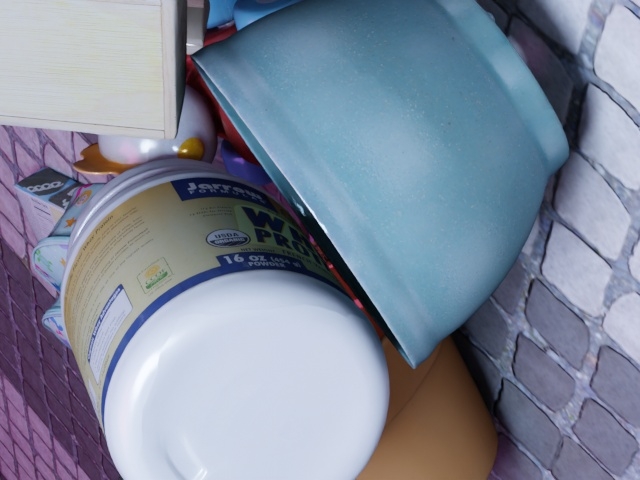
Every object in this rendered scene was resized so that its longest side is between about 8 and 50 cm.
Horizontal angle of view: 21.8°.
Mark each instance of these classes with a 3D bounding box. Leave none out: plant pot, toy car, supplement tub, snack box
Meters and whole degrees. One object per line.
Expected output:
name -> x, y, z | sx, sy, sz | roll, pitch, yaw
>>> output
plant pot -> 0.033, 0.173, 1.603 | 0.203, 0.291, 0.291 | 49, 159, -21
toy car -> -0.116, -0.106, 1.564 | 0.210, 0.238, 0.219 | 26, 141, 48
plant pot -> 0.063, -0.078, 1.269 | 0.293, 0.196, 0.293 | 54, 179, 2
supplement tub -> -0.093, 0.075, 1.399 | 0.316, 0.228, 0.228 | -127, 17, -60
snack box -> -0.287, 0.026, 2.231 | 0.322, 0.060, 0.187 | 24, 139, 50

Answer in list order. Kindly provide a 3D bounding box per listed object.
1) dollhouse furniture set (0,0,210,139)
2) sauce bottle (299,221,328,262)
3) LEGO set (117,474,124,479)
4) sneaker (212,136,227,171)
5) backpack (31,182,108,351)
dollhouse furniture set -> -0.216, -0.287, 1.302 | 0.362, 0.256, 0.394 | 96, 179, -54
sauce bottle -> 0.000, 0.000, 1.704 | 0.042, 0.042, 0.128 | 29, 144, 46
LEGO set -> -0.165, 0.331, 2.291 | 0.255, 0.192, 0.331 | 24, 153, 2
sneaker -> -0.149, -0.072, 1.859 | 0.232, 0.090, 0.115 | 34, 154, 57
backpack -> -0.201, 0.056, 1.871 | 0.225, 0.191, 0.253 | 3, 138, 48
